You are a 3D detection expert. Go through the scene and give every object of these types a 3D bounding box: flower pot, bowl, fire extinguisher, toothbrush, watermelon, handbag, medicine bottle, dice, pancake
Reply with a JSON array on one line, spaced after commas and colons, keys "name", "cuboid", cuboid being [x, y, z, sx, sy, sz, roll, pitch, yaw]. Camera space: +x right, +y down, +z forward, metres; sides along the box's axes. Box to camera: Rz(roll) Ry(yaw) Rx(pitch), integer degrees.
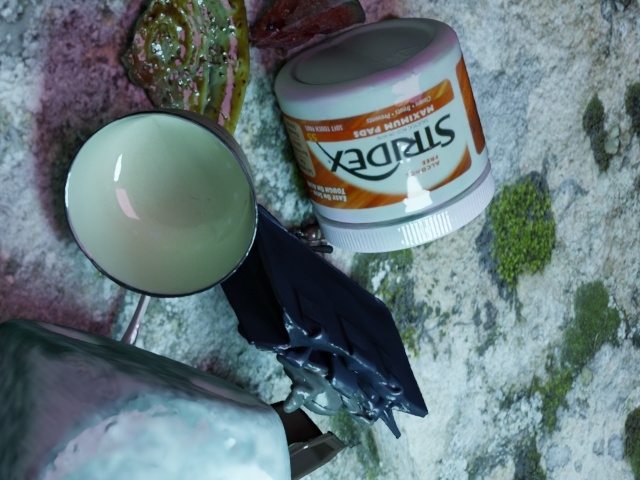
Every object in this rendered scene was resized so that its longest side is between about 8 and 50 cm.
[{"name": "flower pot", "cuboid": [-0.100, 0.292, 1.904, 0.251, 0.084, 0.179, -31, 162, 1]}, {"name": "bowl", "cuboid": [-0.180, -0.061, 1.767, 0.126, 0.238, 0.237, -68, 148, -66]}, {"name": "fire extinguisher", "cuboid": [-0.004, -0.002, 2.048, 0.100, 0.032, 0.046, -10, 139, -41]}, {"name": "toothbrush", "cuboid": [-0.272, 0.188, 1.832, 0.040, 0.040, 0.386, 26, 81, -42]}, {"name": "watermelon", "cuboid": [-0.005, -0.299, 1.936, 0.158, 0.121, 0.098, -61, 152, -10]}, {"name": "handbag", "cuboid": [-0.002, 0.127, 1.923, 0.118, 0.269, 0.326, -41, 130, 16]}, {"name": "medicine bottle", "cuboid": [0.088, -0.146, 1.945, 0.252, 0.252, 0.241, -36, 120, -31]}, {"name": "dice", "cuboid": [-0.256, 0.288, 1.649, 0.330, 0.348, 0.328, 21, 89, -30]}, {"name": "pancake", "cuboid": [-0.163, -0.232, 1.840, 0.197, 0.054, 0.376, -11, 104, -39]}]
